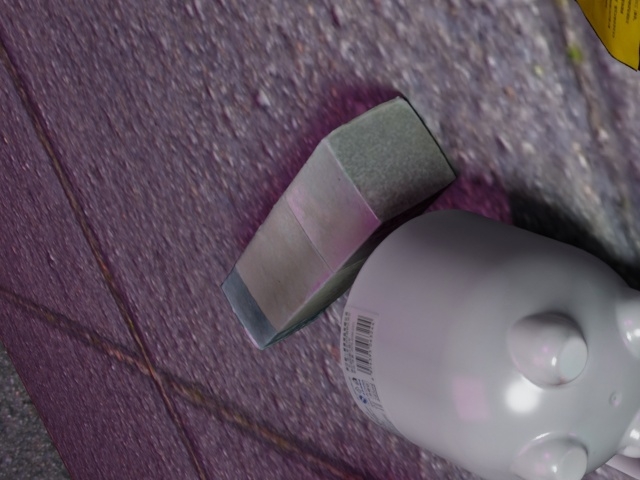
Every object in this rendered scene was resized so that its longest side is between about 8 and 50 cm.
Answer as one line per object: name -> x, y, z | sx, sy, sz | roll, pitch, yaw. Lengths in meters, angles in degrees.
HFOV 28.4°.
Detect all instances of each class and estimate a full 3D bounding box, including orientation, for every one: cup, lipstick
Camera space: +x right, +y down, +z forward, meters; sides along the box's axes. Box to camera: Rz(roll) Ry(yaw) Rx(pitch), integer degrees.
cup -> 0.110, 0.079, 0.676 | 0.142, 0.134, 0.173 | 21, 134, 54
lipstick -> 0.000, 0.000, 0.893 | 0.068, 0.066, 0.317 | 58, 157, 8

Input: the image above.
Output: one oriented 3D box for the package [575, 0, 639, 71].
package -> 0.138, -0.108, 0.505 | 0.131, 0.047, 0.071 | 41, 154, 34
